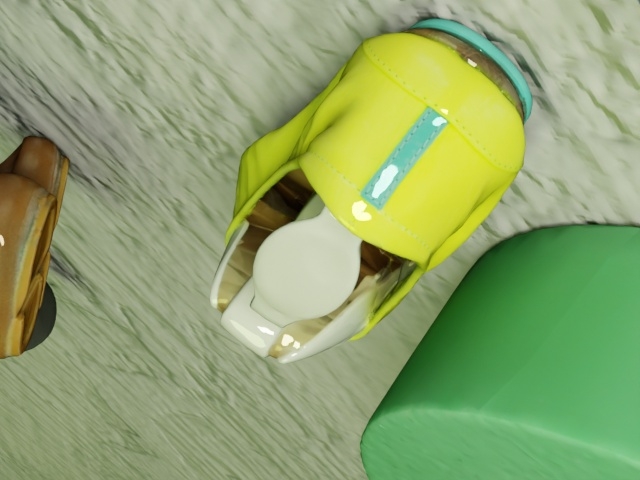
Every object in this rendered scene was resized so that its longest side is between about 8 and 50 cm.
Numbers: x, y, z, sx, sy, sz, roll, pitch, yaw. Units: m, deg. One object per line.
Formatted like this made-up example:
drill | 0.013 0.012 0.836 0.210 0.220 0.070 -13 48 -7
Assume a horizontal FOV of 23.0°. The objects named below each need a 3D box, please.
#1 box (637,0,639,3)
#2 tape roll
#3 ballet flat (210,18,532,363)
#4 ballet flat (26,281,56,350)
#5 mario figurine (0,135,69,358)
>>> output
box | 0.107 -0.085 0.207 0.225 0.036 0.136 5 144 53
tape roll | 0.167 0.124 0.535 0.321 0.077 0.321 31 161 12
ballet flat | 0.000 0.000 0.517 0.077 0.077 0.231 35 161 -2
ballet flat | -0.269 -0.023 0.862 0.280 0.095 0.096 25 137 -7
mario figurine | -0.267 -0.051 0.659 0.321 0.170 0.198 11 158 -9
